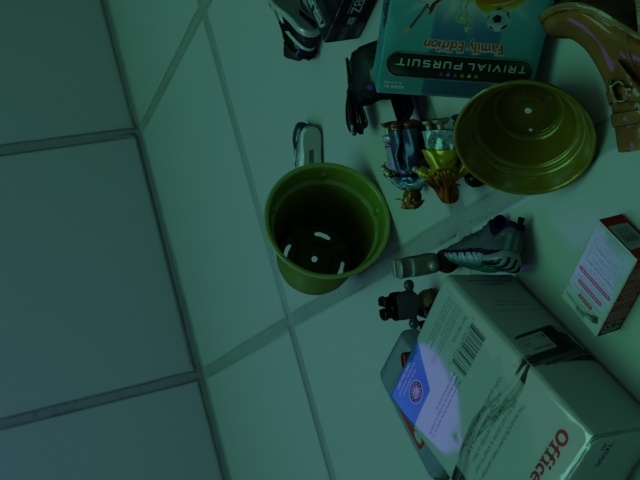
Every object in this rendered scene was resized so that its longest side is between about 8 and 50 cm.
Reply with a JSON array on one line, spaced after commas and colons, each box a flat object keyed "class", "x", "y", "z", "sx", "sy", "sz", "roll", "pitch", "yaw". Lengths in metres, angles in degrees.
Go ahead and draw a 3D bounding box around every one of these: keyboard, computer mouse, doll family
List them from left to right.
[{"class": "computer mouse", "x": 0.091, "y": -0.330, "z": 1.935, "sx": 0.272, "sy": 0.072, "sz": 0.189, "roll": 161, "pitch": 107, "yaw": -72}, {"class": "keyboard", "x": 0.165, "y": -0.321, "z": 1.882, "sx": 0.100, "sy": 0.038, "sz": 0.192, "roll": 114, "pitch": 149, "yaw": -54}, {"class": "doll family", "x": 0.187, "y": -0.140, "z": 1.741, "sx": 0.263, "sy": 0.118, "sz": 0.163, "roll": 0, "pitch": 105, "yaw": 44}]

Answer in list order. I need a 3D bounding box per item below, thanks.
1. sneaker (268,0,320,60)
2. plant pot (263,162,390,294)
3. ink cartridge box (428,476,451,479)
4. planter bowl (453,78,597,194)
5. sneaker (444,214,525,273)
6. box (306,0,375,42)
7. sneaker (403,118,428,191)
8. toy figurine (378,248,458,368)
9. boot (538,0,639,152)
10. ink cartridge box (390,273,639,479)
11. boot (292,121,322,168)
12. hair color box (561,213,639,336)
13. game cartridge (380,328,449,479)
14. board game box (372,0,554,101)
[{"class": "sneaker", "x": -0.079, "y": -0.510, "z": 2.270, "sx": 0.217, "sy": 0.079, "sz": 0.121, "roll": 57, "pitch": 146, "yaw": 37}, {"class": "plant pot", "x": 0.000, "y": 0.000, "z": 2.148, "sx": 0.254, "sy": 0.276, "sz": 0.276, "roll": 108, "pitch": 144, "yaw": -67}, {"class": "ink cartridge box", "x": 0.279, "y": 0.524, "z": 1.793, "sx": 0.255, "sy": 0.097, "sz": 0.189, "roll": -57, "pitch": 34, "yaw": 24}, {"class": "planter bowl", "x": 0.323, "y": -0.182, "z": 1.482, "sx": 0.090, "sy": 0.217, "sz": 0.217, "roll": -71, "pitch": -2, "yaw": -45}, {"class": "sneaker", "x": 0.304, "y": 0.004, "z": 1.706, "sx": 0.223, "sy": 0.083, "sz": 0.098, "roll": 3, "pitch": 74, "yaw": 68}, {"class": "box", "x": 0.021, "y": -0.669, "z": 1.970, "sx": 0.318, "sy": 0.097, "sz": 0.395, "roll": 119, "pitch": 133, "yaw": -59}, {"class": "sneaker", "x": 0.194, "y": -0.159, "z": 1.859, "sx": 0.084, "sy": 0.058, "sz": 0.152, "roll": -142, "pitch": 52, "yaw": -67}, {"class": "toy figurine", "x": 0.223, "y": 0.133, "z": 1.837, "sx": 0.213, "sy": 0.148, "sz": 0.210, "roll": 102, "pitch": 153, "yaw": -45}, {"class": "boot", "x": 0.420, "y": -0.235, "z": 1.315, "sx": 0.283, "sy": 0.109, "sz": 0.220, "roll": 10, "pitch": 114, "yaw": 56}, {"class": "ink cartridge box", "x": 0.322, "y": 0.284, "z": 1.578, "sx": 0.395, "sy": 0.166, "sz": 0.285, "roll": 52, "pitch": 131, "yaw": 43}, {"class": "boot", "x": -0.035, "y": -0.197, "z": 2.342, "sx": 0.086, "sy": 0.069, "sz": 0.190, "roll": -139, "pitch": 52, "yaw": -64}, {"class": "hair color box", "x": 0.438, "y": 0.054, "z": 1.433, "sx": 0.093, "sy": 0.053, "sz": 0.167, "roll": 56, "pitch": 146, "yaw": 38}, {"class": "game cartridge", "x": 0.227, "y": 0.346, "z": 2.018, "sx": 0.294, "sy": 0.060, "sz": 0.196, "roll": 62, "pitch": 147, "yaw": 31}, {"class": "board game box", "x": 0.228, "y": -0.385, "z": 1.446, "sx": 0.079, "sy": 0.253, "sz": 0.336, "roll": -95, "pitch": 9, "yaw": -56}]
